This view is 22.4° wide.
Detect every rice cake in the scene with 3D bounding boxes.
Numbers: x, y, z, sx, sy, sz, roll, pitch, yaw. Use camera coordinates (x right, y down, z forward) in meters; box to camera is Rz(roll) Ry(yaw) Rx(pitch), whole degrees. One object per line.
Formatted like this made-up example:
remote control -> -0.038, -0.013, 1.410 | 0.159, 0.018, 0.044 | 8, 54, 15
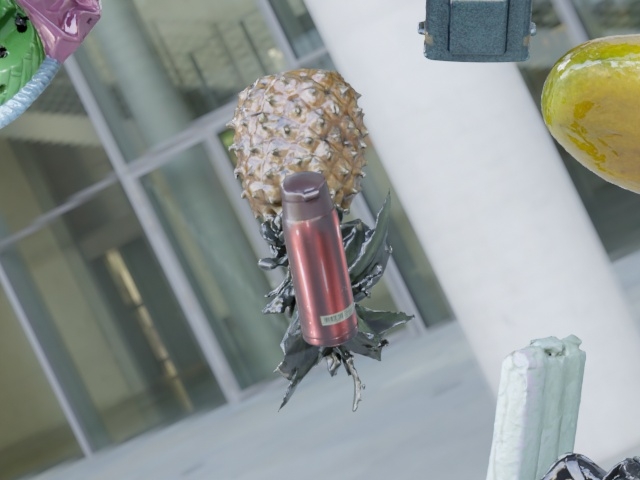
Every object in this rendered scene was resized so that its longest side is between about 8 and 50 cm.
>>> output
rice cake -> 0.181, 0.188, 1.402 | 0.038, 0.211, 0.124 | 12, 12, 34

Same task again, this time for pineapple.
pineapple -> 0.002, 0.000, 1.706 | 0.165, 0.365, 0.165 | -10, -23, -4

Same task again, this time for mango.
mango -> 0.298, -0.103, 1.310 | 0.316, 0.119, 0.176 | 6, -26, -35

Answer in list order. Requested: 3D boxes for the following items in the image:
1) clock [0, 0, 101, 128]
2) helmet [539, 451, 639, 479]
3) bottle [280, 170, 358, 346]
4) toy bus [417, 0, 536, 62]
clock -> -0.301, -0.220, 1.416 | 0.100, 0.195, 0.194 | -14, 33, 40
helmet -> 0.194, 0.242, 1.237 | 0.153, 0.107, 0.177 | -26, 8, -24
bottle -> -0.004, 0.016, 1.528 | 0.060, 0.164, 0.060 | -9, 23, 4
toy bus -> 0.179, -0.336, 1.804 | 0.138, 0.167, 0.275 | 1, -39, 4
